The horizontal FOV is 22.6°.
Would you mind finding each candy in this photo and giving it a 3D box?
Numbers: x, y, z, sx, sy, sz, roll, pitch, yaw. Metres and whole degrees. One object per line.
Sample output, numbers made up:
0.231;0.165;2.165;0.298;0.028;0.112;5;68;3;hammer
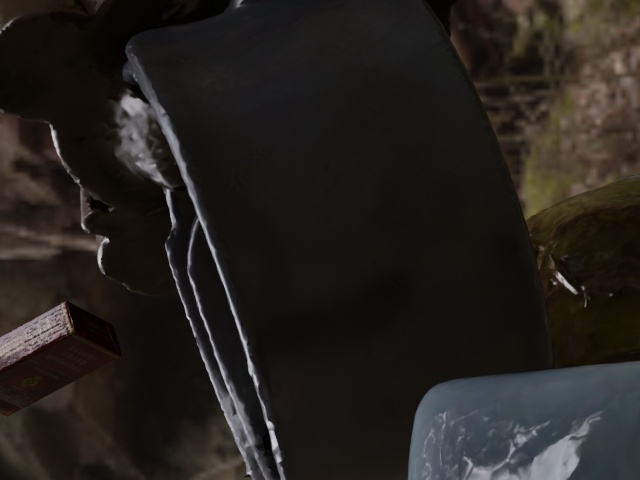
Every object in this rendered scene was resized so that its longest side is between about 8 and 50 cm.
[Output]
0.082;0.134;0.607;0.071;0.138;0.174;25;-114;-38;candy

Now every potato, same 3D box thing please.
0.209;0.094;1.048;0.196;0.246;0.300;-2;-117;-49;potato

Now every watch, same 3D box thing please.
0.000;0.000;0.912;0.335;0.314;0.327;86;163;-55;watch

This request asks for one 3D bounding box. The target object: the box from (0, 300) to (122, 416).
-0.159;0.067;0.898;0.051;0.082;0.023;38;-153;-58;box
